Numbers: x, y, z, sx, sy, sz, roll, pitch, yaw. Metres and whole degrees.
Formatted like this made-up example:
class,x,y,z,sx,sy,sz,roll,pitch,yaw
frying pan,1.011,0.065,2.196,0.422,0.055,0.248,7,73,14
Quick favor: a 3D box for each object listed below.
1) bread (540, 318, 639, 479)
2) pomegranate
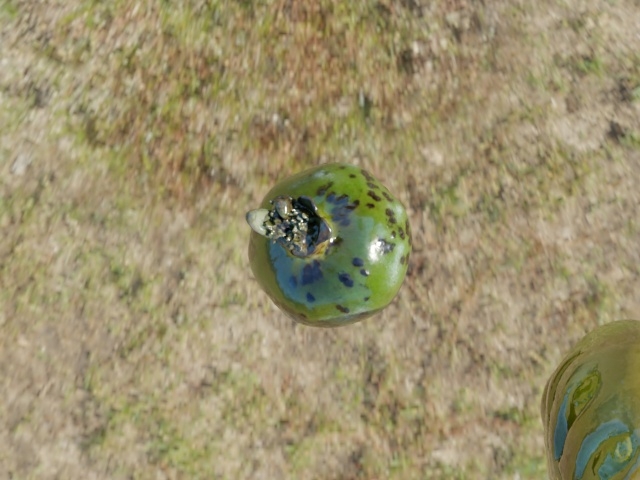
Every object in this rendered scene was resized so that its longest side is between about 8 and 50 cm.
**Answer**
class,x,y,z,sx,sy,sz,roll,pitch,yaw
bread,0.203,0.152,0.937,0.104,0.213,0.213,-17,115,0
pomegranate,0.000,0.000,1.011,0.122,0.161,0.122,-5,77,22
